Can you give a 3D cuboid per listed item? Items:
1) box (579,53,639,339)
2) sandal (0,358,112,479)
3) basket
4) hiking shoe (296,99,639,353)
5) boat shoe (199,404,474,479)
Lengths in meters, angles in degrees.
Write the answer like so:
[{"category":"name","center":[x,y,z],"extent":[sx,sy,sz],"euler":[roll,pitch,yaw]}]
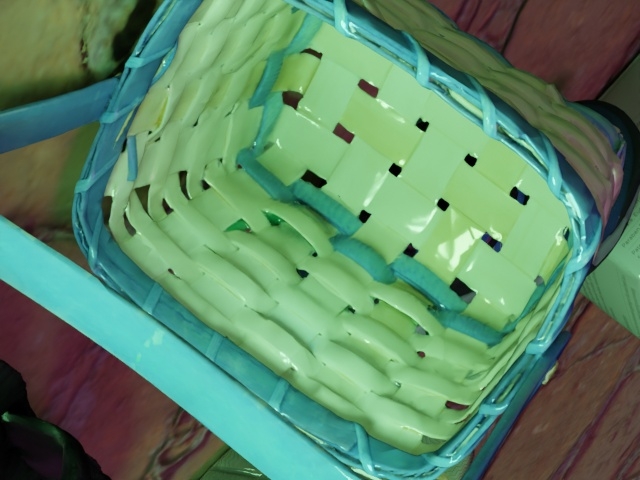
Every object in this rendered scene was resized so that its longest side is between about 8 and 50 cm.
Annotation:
[{"category":"box","center":[0.261,-0.038,1.253],"extent":[0.182,0.119,0.181],"euler":[-48,154,-6]},{"category":"sandal","center":[-0.137,0.143,0.736],"extent":[0.446,0.107,0.167],"euler":[69,44,-81]},{"category":"basket","center":[0.000,0.000,0.735],"extent":[0.289,0.255,0.201],"euler":[-28,151,-59]},{"category":"hiking shoe","center":[0.106,-0.026,1.028],"extent":[0.304,0.113,0.132],"euler":[-31,149,-35]},{"category":"boat shoe","center":[-0.050,0.228,1.135],"extent":[0.355,0.132,0.130],"euler":[-35,162,-10]}]
